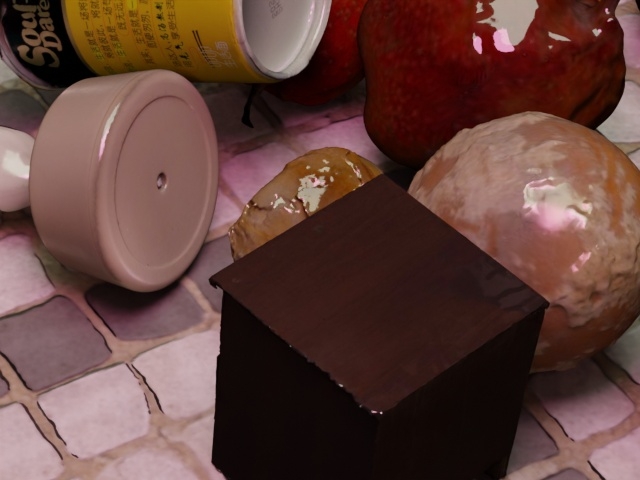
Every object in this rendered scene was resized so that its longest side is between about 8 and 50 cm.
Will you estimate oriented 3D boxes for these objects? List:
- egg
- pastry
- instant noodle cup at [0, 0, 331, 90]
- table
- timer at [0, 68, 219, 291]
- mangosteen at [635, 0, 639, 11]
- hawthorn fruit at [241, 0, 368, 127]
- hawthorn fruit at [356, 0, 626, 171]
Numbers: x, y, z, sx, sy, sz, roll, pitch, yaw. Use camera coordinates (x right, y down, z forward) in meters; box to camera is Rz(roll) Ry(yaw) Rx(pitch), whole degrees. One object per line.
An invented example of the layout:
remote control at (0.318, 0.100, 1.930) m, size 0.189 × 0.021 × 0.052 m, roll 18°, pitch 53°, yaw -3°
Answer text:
egg at (0.163, 0.001, 1.462) m, size 0.203 × 0.203 × 0.245 m, roll -8°, pitch 2°, yaw -14°
pastry at (-0.004, -0.003, 1.505) m, size 0.153 × 0.153 × 0.081 m, roll -20°, pitch 43°, yaw -24°
instant noodle cup at (-0.126, -0.215, 1.570) m, size 0.236 × 0.216 × 0.215 m, roll 9°, pitch 41°, yaw 30°
table at (0.031, 0.099, 1.369) m, size 0.169 × 0.193 × 0.172 m, roll -31°, pitch 55°, yaw -32°
timer at (-0.238, -0.059, 1.562) m, size 0.266 × 0.175 × 0.175 m, roll 7°, pitch 41°, yaw 28°
mangosteen at (0.374, -0.272, 1.790) m, size 0.192 × 0.192 × 0.217 m, roll -9°, pitch 47°, yaw -15°
hawthorn fruit at (-0.022, -0.182, 1.694) m, size 0.157 × 0.157 × 0.194 m, roll 22°, pitch 66°, yaw 16°
hawthorn fruit at (0.152, -0.155, 1.589) m, size 0.248 × 0.208 × 0.208 m, roll -18°, pitch 27°, yaw 40°
